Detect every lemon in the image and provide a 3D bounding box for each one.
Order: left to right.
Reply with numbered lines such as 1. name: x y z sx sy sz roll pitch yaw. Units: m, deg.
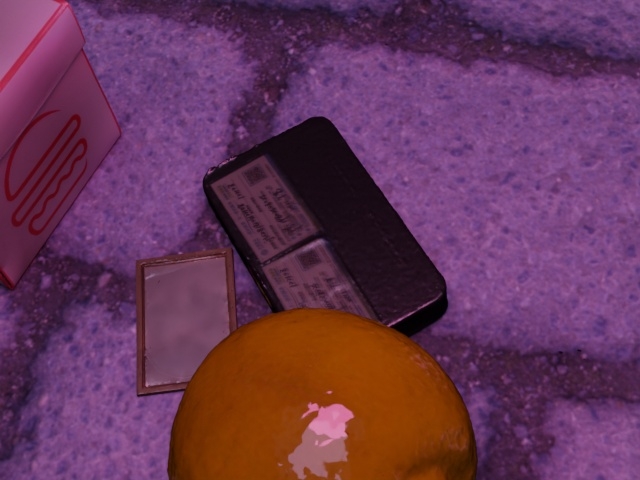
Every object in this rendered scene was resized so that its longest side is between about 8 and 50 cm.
1. lemon: -0.002 0.233 1.102 0.348 0.348 0.348 -3 60 5

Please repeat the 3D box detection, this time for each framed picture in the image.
1. framed picture: -0.179 0.105 1.377 0.136 0.010 0.201 -8 59 3

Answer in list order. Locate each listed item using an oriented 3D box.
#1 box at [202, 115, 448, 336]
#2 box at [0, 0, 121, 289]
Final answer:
1. box: 0.000 0.000 1.390 0.211 0.058 0.350 -28 61 -7
2. box: -0.502 -0.165 1.403 0.314 0.300 0.312 22 65 17
